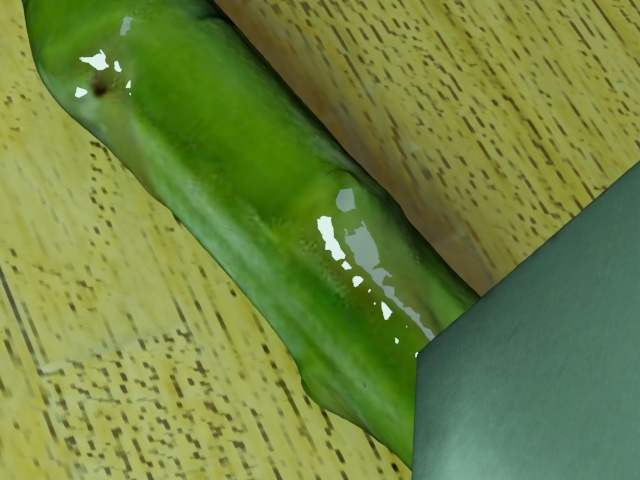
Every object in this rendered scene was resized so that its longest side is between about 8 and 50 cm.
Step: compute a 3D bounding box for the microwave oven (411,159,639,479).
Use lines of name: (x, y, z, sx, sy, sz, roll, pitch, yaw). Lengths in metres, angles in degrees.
microwave oven: (0.255, 0.160, 0.340, 0.432, 0.236, 0.374, 19, 52, -20)

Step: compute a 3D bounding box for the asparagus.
asparagus: (-0.001, 0.001, 0.588, 0.082, 0.085, 0.343, -34, 67, -22)
